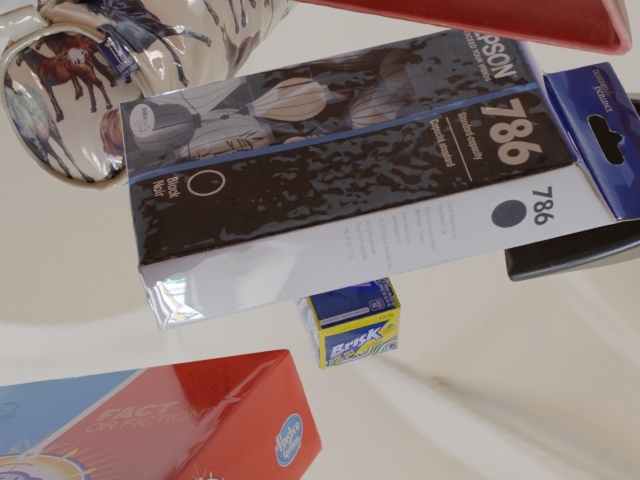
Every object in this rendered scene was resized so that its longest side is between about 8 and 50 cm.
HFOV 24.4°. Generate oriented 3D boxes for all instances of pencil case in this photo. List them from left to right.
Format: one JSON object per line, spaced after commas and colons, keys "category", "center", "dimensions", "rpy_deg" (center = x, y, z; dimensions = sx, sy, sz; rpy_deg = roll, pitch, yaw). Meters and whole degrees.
{"category": "pencil case", "center": [-0.149, -0.223, 1.446], "dimensions": [0.160, 0.183, 0.410], "rpy_deg": [-2, -149, 26]}

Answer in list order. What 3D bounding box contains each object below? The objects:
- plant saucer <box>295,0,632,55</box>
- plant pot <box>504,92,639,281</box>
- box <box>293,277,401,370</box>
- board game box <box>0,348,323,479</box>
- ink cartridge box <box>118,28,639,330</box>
{"category": "plant saucer", "center": [-0.008, -0.188, 0.624], "dimensions": [0.258, 0.259, 0.047], "rpy_deg": [16, -110, 36]}
{"category": "plant pot", "center": [0.295, -0.066, 1.476], "dimensions": [0.167, 0.187, 0.188], "rpy_deg": [-8, 179, 43]}
{"category": "box", "center": [0.000, 0.000, 0.999], "dimensions": [0.059, 0.054, 0.169], "rpy_deg": [-15, -123, -10]}
{"category": "board game box", "center": [-0.167, 0.159, 0.703], "dimensions": [0.242, 0.064, 0.316], "rpy_deg": [-9, -163, 24]}
{"category": "ink cartridge box", "center": [0.045, -0.054, 0.924], "dimensions": [0.333, 0.065, 0.165], "rpy_deg": [-13, -138, -3]}
